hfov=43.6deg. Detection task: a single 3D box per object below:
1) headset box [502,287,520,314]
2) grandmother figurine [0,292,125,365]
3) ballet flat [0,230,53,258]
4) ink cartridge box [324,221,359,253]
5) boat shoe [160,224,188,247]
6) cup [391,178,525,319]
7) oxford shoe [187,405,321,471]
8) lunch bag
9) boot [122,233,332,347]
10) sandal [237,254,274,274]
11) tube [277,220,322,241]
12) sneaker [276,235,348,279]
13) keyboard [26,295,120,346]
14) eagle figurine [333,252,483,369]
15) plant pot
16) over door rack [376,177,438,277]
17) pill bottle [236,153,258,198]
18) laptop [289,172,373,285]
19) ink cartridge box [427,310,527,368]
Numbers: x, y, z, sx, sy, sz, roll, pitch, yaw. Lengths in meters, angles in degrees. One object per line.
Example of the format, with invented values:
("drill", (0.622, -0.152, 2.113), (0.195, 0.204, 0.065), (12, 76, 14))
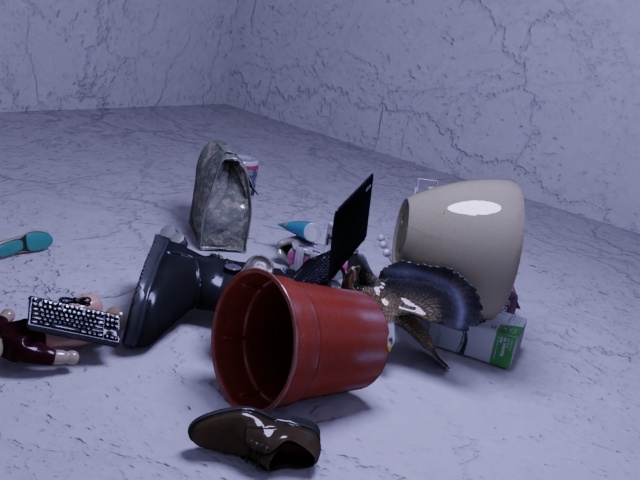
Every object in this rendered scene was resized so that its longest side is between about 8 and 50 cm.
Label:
("headset box", (0.384, 0.136, 2.126), (0.294, 0.110, 0.218), (10, 19, 0))
("grandmother figurine", (-0.555, 0.180, 1.536), (0.208, 0.103, 0.342), (14, 16, 30))
("ballet flat", (-0.758, 0.005, 2.016), (0.052, 0.057, 0.168), (11, 15, 34))
("ink cartridge box", (0.058, 0.023, 2.251), (0.056, 0.135, 0.099), (-3, 22, -33))
("boat shoe", (-0.412, -0.010, 2.262), (0.046, 0.038, 0.125), (-46, 38, -17))
("cup", (0.298, 0.003, 1.840), (0.237, 0.330, 0.331), (9, 18, -5))
("oxford shoe", (-0.108, 0.335, 1.333), (0.227, 0.082, 0.096), (6, 23, -7))
("lunch bag", (-0.281, -0.140, 2.323), (0.169, 0.286, 0.235), (3, 19, -19))
("boot", (-0.186, 0.151, 1.782), (0.446, 0.146, 0.367), (18, 31, -10))
("sandal", (-0.144, 0.104, 1.690), (0.090, 0.060, 0.219), (29, 45, -5))
("tube", (-0.054, -0.034, 2.246), (0.080, 0.052, 0.207), (5, 5, -21))
("sneaker", (-0.029, 0.052, 2.198), (0.111, 0.102, 0.252), (-9, 18, -42))
("keyboard", (-0.475, 0.145, 1.550), (0.180, 0.023, 0.108), (18, 37, -30))
("eagle figurine", (0.174, 0.155, 1.754), (0.299, 0.225, 0.226), (10, -1, -10))
("plant pot", (-0.027, 0.195, 1.549), (0.265, 0.272, 0.272), (6, 17, -39))
("over door rack", (0.221, -0.015, 2.099), (0.108, 0.324, 0.239), (20, 10, -4))
("pill bottle", (-0.267, -0.185, 2.629), (0.108, 0.180, 0.108), (9, 19, -3))
("laptop", (0.000, 0.000, 1.717), (0.264, 0.136, 0.234), (-23, 12, 31))
("ink cartridge box", (0.374, 0.216, 1.921), (0.209, 0.086, 0.153), (16, 19, 19))
